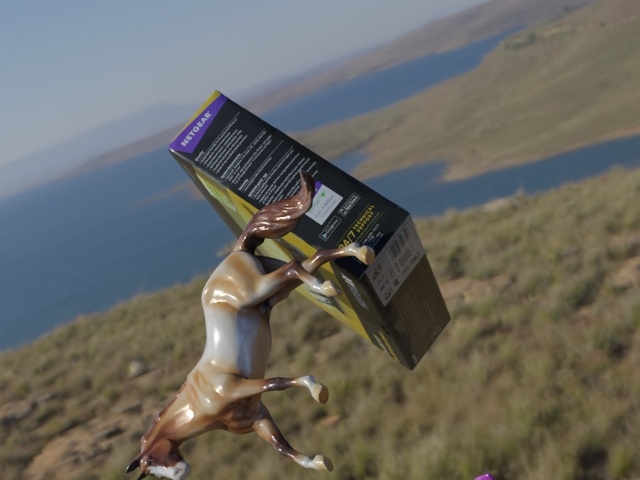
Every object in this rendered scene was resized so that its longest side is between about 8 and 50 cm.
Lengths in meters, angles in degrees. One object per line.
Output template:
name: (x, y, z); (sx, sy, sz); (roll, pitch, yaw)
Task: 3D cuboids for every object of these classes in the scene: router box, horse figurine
router box: (0.000, 0.000, 1.143); (0.081, 0.243, 0.309); (-52, -25, -10)
horse figurine: (-0.051, 0.077, 0.901); (0.174, 0.263, 0.066); (0, -17, 38)

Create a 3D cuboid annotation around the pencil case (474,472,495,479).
pencil case: (0.168, 0.224, 0.786); (0.064, 0.151, 0.070); (-30, 41, 42)
